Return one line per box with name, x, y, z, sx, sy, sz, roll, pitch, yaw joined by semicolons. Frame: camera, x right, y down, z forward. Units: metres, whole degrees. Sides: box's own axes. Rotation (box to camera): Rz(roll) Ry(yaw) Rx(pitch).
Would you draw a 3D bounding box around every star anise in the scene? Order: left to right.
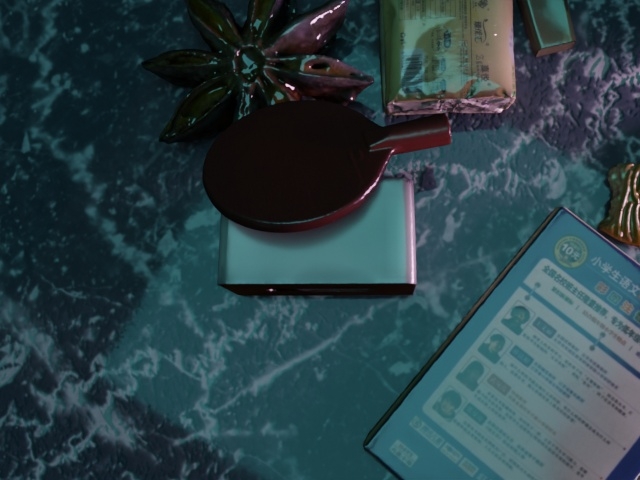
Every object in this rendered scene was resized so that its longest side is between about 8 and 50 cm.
star anise;-0.085;-0.230;1.100;0.332;0.117;0.331;0;88;12

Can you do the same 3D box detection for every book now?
book;0.302;0.205;1.044;0.300;0.039;0.428;40;87;9

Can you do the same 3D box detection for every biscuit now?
biscuit;0.488;-0.087;1.072;0.176;0.031;0.228;24;86;6

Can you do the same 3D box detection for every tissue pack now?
tissue pack;0.000;0.000;1.040;0.246;0.159;0.135;-1;80;6
tissue pack;0.174;-0.287;1.097;0.186;0.090;0.222;-3;81;7

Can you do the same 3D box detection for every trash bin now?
trash bin;0.318;-0.311;1.113;0.061;0.043;0.092;-13;85;3

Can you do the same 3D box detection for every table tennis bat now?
table tennis bat;0.007;-0.106;0.972;0.310;0.038;0.200;-12;56;-3
